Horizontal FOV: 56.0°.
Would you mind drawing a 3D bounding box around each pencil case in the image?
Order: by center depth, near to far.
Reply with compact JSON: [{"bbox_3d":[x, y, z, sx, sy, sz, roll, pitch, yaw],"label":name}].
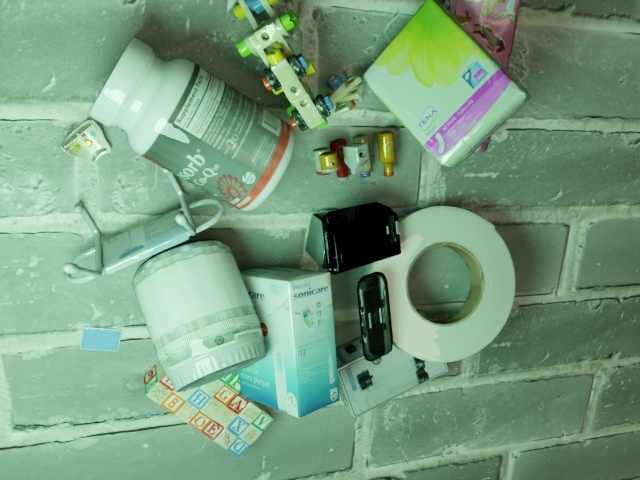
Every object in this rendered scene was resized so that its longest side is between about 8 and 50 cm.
[{"bbox_3d":[0.341,-0.387,1.382,0.167,0.160,0.386,14,107,23],"label":"pencil case"}]

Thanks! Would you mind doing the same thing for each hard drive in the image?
[{"bbox_3d":[0.000,0.000,1.394,0.022,0.135,0.094,7,104,-20],"label":"hard drive"}]

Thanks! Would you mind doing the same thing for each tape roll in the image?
[{"bbox_3d":[0.300,0.107,1.507,0.392,0.072,0.392,0,90,-11],"label":"tape roll"}]

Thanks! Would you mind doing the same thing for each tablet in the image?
[{"bbox_3d":[-0.496,0.223,1.361,0.083,0.006,0.054,9,104,-21],"label":"tablet"}]

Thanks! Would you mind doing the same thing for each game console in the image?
[{"bbox_3d":[0.106,0.098,1.367,0.213,0.044,0.361,-13,100,-41],"label":"game console"}]

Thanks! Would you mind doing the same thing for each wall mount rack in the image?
[{"bbox_3d":[-0.358,-0.019,1.161,0.350,0.304,0.130,-26,124,-6],"label":"wall mount rack"}]

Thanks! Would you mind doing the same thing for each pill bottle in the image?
[{"bbox_3d":[-0.248,-0.226,1.195,0.363,0.210,0.210,29,95,-24],"label":"pill bottle"}]

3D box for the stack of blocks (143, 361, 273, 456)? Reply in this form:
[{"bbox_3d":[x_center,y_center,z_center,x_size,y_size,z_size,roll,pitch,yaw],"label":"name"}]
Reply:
[{"bbox_3d":[-0.251,0.365,1.447,0.171,0.087,0.297,-46,115,-1],"label":"stack of blocks"}]

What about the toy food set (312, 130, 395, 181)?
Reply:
[{"bbox_3d":[0.071,-0.173,1.369,0.232,0.111,0.105,-29,118,-43],"label":"toy food set"}]

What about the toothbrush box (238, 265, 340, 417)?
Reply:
[{"bbox_3d":[-0.082,0.214,1.346,0.126,0.216,0.296,-9,99,-42],"label":"toothbrush box"}]

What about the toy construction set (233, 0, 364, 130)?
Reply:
[{"bbox_3d":[-0.048,-0.352,1.244,0.151,0.215,0.327,-40,123,21],"label":"toy construction set"}]

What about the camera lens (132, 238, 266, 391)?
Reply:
[{"bbox_3d":[-0.253,0.150,1.260,0.219,0.219,0.274,-20,76,-12],"label":"camera lens"}]

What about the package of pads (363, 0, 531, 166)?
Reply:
[{"bbox_3d":[0.260,-0.328,1.289,0.229,0.101,0.296,-45,76,27],"label":"package of pads"}]

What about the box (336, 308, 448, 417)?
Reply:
[{"bbox_3d":[0.178,0.320,1.584,0.290,0.087,0.169,-23,113,-12],"label":"box"}]

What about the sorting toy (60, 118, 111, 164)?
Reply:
[{"bbox_3d":[-0.469,-0.194,1.222,0.083,0.045,0.075,-41,122,-4],"label":"sorting toy"}]
